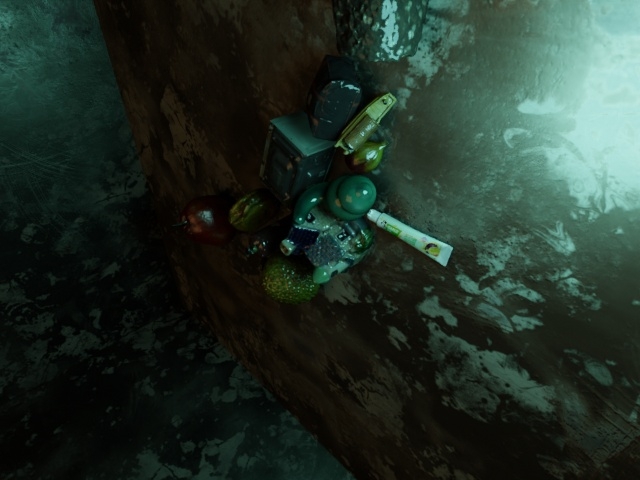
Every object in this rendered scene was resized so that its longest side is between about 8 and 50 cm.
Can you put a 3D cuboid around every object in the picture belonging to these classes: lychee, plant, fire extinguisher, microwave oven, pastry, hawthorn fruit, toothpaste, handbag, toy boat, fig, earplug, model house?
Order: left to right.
[{"bbox_3d":[-0.631,-0.104,2.184,0.285,0.369,0.284,8,102,44],"label":"hawthorn fruit"},{"bbox_3d":[-0.324,-0.144,1.869,0.132,0.235,0.240,53,130,16],"label":"pastry"},{"bbox_3d":[-0.196,-0.018,1.705,0.114,0.337,0.135,51,143,8],"label":"fire extinguisher"},{"bbox_3d":[-0.153,0.170,1.868,0.320,0.270,0.270,5,127,5],"label":"lychee"},{"bbox_3d":[-0.100,-0.296,1.522,0.237,0.181,0.295,48,143,19],"label":"microwave oven"},{"bbox_3d":[-0.001,0.001,1.538,0.298,0.284,0.243,50,149,14],"label":"model house"},{"bbox_3d":[0.037,-0.447,1.255,0.215,0.155,0.169,117,157,-49],"label":"handbag"},{"bbox_3d":[0.058,-0.147,1.372,0.280,0.257,0.163,-12,81,61],"label":"earplug"},{"bbox_3d":[0.137,-0.350,1.211,0.226,0.068,0.088,-42,36,24],"label":"toy boat"},{"bbox_3d":[0.152,-0.281,1.296,0.155,0.103,0.109,-35,72,28],"label":"fig"},{"bbox_3d":[0.147,-0.607,0.958,0.213,0.215,0.312,35,136,36],"label":"plant"},{"bbox_3d":[0.294,-0.020,1.349,0.314,0.056,0.058,33,177,29],"label":"toothpaste"}]
